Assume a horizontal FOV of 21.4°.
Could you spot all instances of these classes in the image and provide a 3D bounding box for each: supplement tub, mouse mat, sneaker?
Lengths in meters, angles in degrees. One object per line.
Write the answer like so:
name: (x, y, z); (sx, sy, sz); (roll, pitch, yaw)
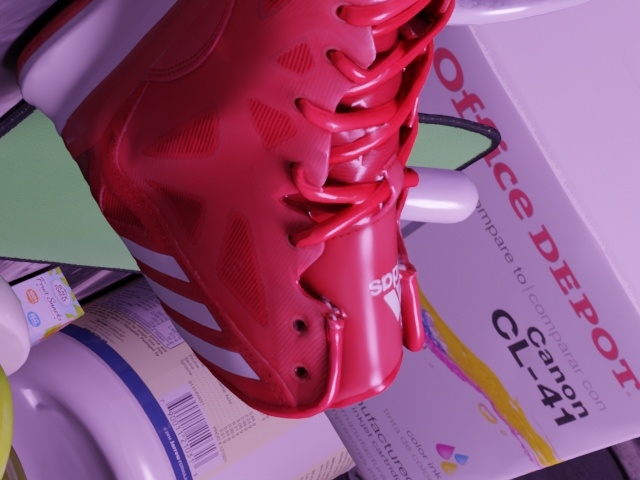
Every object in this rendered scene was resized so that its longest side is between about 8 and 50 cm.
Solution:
supplement tub: (-0.093, 0.129, 1.425); (0.325, 0.235, 0.235); (-27, 177, -38)
mouse mat: (-0.046, -0.019, 0.616); (0.190, 0.007, 0.153); (6, 153, -42)
sneaker: (0.015, -0.035, 0.410); (0.087, 0.128, 0.221); (-28, 178, -33)

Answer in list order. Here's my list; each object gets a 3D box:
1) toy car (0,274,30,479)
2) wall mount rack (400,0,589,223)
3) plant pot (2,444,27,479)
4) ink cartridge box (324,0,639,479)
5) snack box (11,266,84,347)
toy car: (-0.189, 0.078, 0.580); (0.182, 0.159, 0.136); (-23, 142, 35)
wall mount rack: (0.175, -0.085, 0.504); (0.304, 0.130, 0.350); (-4, 167, -25)
plant pot: (-0.275, 0.194, 0.828); (0.293, 0.275, 0.275); (-48, 169, 27)
ink cartridge box: (0.089, -0.002, 0.865); (0.131, 0.226, 0.306); (-29, 177, -29)
snack box: (-0.222, 0.071, 1.012); (0.141, 0.037, 0.100); (-31, 179, 36)
